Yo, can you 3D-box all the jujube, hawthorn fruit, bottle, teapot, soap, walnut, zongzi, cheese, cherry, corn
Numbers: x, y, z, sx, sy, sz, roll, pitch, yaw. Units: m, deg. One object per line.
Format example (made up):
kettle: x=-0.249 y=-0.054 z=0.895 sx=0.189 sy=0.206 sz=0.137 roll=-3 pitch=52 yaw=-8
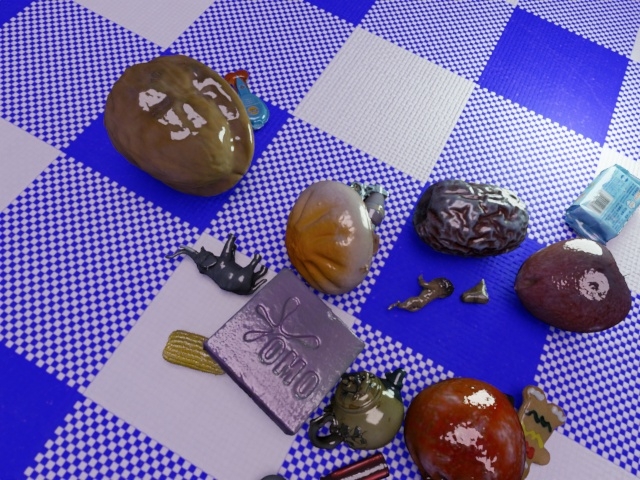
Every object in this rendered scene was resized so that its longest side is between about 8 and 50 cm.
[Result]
jujube: x=0.431 y=-0.059 z=1.184 sx=0.316 sy=0.226 sz=0.226 roll=8 pitch=67 yaw=-9
hawthorn fruit: x=0.316 y=0.452 z=0.928 sx=0.284 sy=0.284 sz=0.285 roll=2 pitch=67 yaw=-6
bottle: x=0.077 y=0.552 z=0.963 sx=0.164 sy=0.060 sz=0.060 roll=-15 pitch=70 yaw=-12
teapot: x=0.087 y=0.380 z=0.956 sx=0.269 sy=0.173 sz=0.183 roll=-25 pitch=115 yaw=-9
soap: x=0.919 y=-0.117 z=1.331 sx=0.293 sy=0.077 sz=0.156 roll=-40 pitch=78 yaw=-19
walnut: x=-0.381 y=-0.303 z=1.121 sx=0.383 sy=0.384 sz=0.384 roll=2 pitch=67 yaw=-6
zongzi: x=0.440 y=0.141 z=1.191 sx=0.076 sy=0.040 sz=0.083 roll=4 pitch=55 yaw=2
cheese: x=-0.244 y=-0.467 z=1.365 sx=0.106 sy=0.037 sz=0.256 roll=-18 pitch=69 yaw=-15
cherry: x=0.681 y=0.126 z=1.130 sx=0.307 sy=0.221 sz=0.261 roll=-7 pitch=59 yaw=5
soap: x=-0.084 y=0.260 z=1.013 sx=0.296 sy=0.107 sz=0.285 roll=43 pitch=60 yaw=3
corn: x=-0.303 y=0.280 z=1.028 sx=0.165 sy=0.063 sz=0.085 roll=20 pitch=55 yaw=-1

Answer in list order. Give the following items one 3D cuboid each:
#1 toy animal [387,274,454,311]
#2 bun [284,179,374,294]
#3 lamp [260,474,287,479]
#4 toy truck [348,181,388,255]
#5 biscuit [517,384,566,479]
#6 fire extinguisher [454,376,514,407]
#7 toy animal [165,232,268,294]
toy animal: x=0.279 y=0.144 z=1.153 sx=0.219 sy=0.069 sz=0.086 roll=-21 pitch=81 yaw=-12
bun: x=0.000 y=0.000 z=1.046 sx=0.164 sy=0.299 sz=0.299 roll=-13 pitch=69 yaw=-26
lamp: x=-0.106 y=0.574 z=0.908 sx=0.105 sy=0.105 sz=0.105 roll=2 pitch=67 yaw=-6
toy truck: x=0.122 y=-0.058 z=1.202 sx=0.140 sy=0.108 sz=0.257 roll=14 pitch=63 yaw=-15
biscuit: x=0.518 y=0.492 z=1.028 sx=0.158 sy=0.035 sz=0.240 roll=36 pitch=76 yaw=-6
fire extinguisher: x=0.406 y=0.402 z=1.069 sx=0.177 sy=0.050 sz=0.062 roll=17 pitch=76 yaw=2
toy animal: x=-0.266 y=0.053 z=1.118 sx=0.269 sy=0.082 sz=0.137 roll=27 pitch=66 yaw=4
